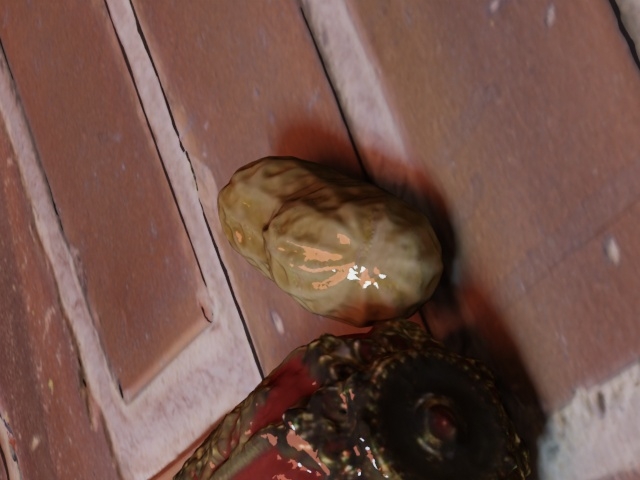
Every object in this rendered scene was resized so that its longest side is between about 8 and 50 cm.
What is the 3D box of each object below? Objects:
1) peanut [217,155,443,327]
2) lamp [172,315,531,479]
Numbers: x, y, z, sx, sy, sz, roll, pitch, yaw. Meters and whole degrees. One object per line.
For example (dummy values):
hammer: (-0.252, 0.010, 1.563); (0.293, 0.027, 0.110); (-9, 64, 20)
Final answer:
peanut: (0.000, 0.000, 1.055); (0.194, 0.093, 0.083); (23, 132, 50)
lamp: (0.008, 0.158, 1.020); (0.274, 0.177, 0.177); (-49, 58, 53)
